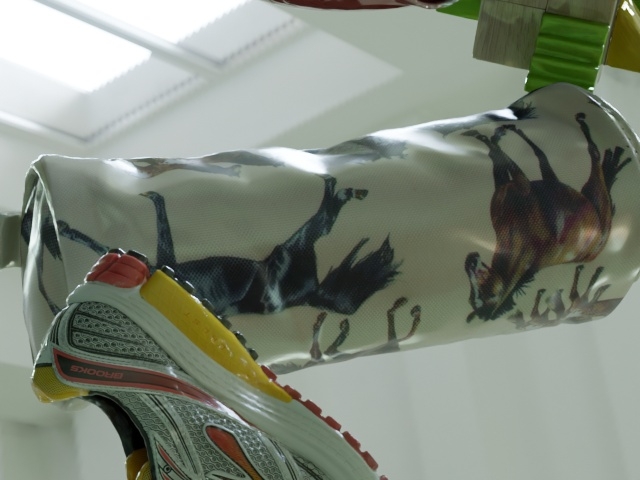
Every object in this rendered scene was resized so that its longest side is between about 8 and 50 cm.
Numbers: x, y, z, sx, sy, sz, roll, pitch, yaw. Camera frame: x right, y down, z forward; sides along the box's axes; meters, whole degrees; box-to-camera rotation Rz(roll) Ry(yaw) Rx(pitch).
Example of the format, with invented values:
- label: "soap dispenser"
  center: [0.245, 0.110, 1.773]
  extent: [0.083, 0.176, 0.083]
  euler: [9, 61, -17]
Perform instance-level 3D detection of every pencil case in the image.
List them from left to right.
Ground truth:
- label: "pencil case"
  center: [0.000, 0.000, 1.042]
  extent: [0.183, 0.410, 0.160]
  euler: [-135, -141, -66]

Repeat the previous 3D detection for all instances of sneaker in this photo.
- label: "sneaker"
  center: [-0.049, 0.109, 0.796]
  extent: [0.093, 0.225, 0.088]
  euler: [-51, -173, -19]

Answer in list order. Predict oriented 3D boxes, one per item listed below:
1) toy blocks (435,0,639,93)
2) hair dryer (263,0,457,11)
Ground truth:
- label: "toy blocks"
  center: [0.210, -0.294, 1.239]
  extent: [0.190, 0.381, 0.261]
  euler: [13, -64, 10]
- label: "hair dryer"
  center: [-0.048, -0.180, 0.613]
  extent: [0.080, 0.223, 0.293]
  euler: [-42, -108, -6]
